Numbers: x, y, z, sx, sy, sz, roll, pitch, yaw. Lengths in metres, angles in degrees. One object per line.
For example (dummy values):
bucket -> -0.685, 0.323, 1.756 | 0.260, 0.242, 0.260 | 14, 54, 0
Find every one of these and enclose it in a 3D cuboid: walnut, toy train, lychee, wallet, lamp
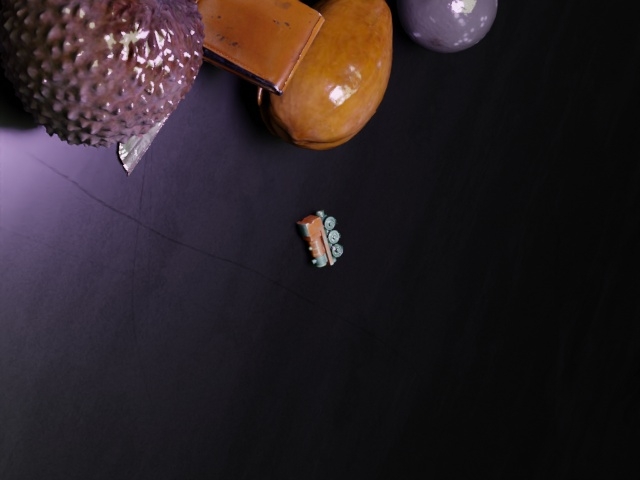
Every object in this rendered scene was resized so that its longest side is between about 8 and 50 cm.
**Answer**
walnut -> 0.026, -0.298, 1.988 | 0.209, 0.209, 0.336 | 43, 69, -40
toy train -> 0.000, 0.000, 2.139 | 0.064, 0.044, 0.103 | -31, 117, -31
lychee -> -0.300, -0.275, 1.638 | 0.300, 0.300, 0.300 | -11, 107, -41
wallet -> -0.111, -0.332, 1.880 | 0.161, 0.195, 0.042 | -62, 177, -18
lamp -> 0.255, -0.489, 2.174 | 0.182, 0.182, 0.313 | 33, 75, -42

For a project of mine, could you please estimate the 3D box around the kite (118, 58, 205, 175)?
kite -> -0.279, -0.261, 1.839 | 0.268, 0.013, 0.323 | -16, 109, -41
